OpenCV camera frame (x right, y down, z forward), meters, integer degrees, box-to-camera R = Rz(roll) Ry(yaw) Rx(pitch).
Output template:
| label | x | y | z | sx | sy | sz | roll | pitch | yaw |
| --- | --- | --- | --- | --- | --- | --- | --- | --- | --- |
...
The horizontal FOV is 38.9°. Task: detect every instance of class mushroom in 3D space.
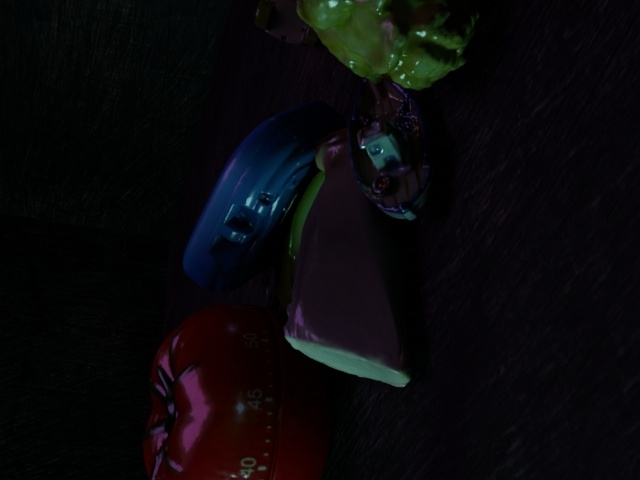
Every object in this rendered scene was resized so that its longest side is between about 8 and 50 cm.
| label | x | y | z | sx | sy | sz | roll | pitch | yaw |
| --- | --- | --- | --- | --- | --- | --- | --- | --- | --- |
| mushroom | 0.042 | 0.020 | 1.254 | 0.137 | 0.154 | 0.407 | 50 | -149 | -46 |

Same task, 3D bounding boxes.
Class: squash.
| label | x | y | z | sx | sy | sz | roll | pitch | yaw |
| --- | --- | --- | --- | --- | --- | --- | --- | --- | --- |
| squash | 0.000 | 0.000 | 1.462 | 0.289 | 0.111 | 0.203 | 120 | 152 | -56 |

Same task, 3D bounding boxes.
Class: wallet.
| label | x | y | z | sx | sy | sz | roll | pitch | yaw |
| --- | --- | --- | --- | --- | --- | --- | --- | --- | --- |
| wallet | -0.106 | 0.092 | 1.986 | 0.157 | 0.018 | 0.082 | -109 | 35 | -60 |

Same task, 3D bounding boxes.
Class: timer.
| label | x | y | z | sx | sy | sz | roll | pitch | yaw |
| --- | --- | --- | --- | --- | --- | --- | --- | --- | --- |
| timer | -0.085 | -0.068 | 1.539 | 0.309 | 0.115 | 0.340 | -34 | -22 | -55 |
| timer | -0.133 | 0.292 | 1.479 | 0.378 | 0.279 | 0.378 | -171 | 90 | -72 |

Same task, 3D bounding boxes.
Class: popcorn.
| label | x | y | z | sx | sy | sz | roll | pitch | yaw |
| --- | --- | --- | --- | --- | --- | --- | --- | --- | --- |
| popcorn | 0.086 | -0.298 | 1.140 | 0.195 | 0.255 | 0.256 | -39 | 61 | 11 |

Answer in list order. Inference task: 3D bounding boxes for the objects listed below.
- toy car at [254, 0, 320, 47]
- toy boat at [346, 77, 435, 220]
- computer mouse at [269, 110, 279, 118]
| label | x | y | z | sx | sy | sz | roll | pitch | yaw |
| --- | --- | --- | --- | --- | --- | --- | --- | --- | --- |
| toy car | -0.030 | -0.538 | 1.912 | 0.235 | 0.145 | 0.235 | 21 | -90 | -89 |
| toy boat | 0.085 | -0.138 | 1.192 | 0.262 | 0.114 | 0.115 | -93 | -23 | -49 |
| computer mouse | -0.085 | -0.182 | 1.955 | 0.242 | 0.077 | 0.146 | 118 | 156 | -59 |
